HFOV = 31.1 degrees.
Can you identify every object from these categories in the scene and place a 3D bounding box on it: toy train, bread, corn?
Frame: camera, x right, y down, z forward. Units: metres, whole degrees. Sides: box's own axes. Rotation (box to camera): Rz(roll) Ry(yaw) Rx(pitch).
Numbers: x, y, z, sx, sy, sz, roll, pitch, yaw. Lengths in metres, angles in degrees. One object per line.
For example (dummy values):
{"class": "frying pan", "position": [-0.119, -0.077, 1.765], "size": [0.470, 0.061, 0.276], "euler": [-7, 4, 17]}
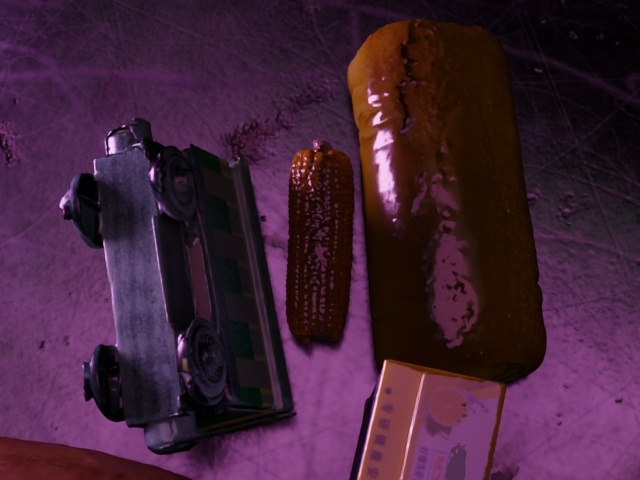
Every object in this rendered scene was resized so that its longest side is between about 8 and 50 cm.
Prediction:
{"class": "toy train", "position": [-0.130, 0.044, 1.055], "size": [0.120, 0.202, 0.301], "euler": [-17, 75, 21]}
{"class": "bread", "position": [0.121, -0.039, 1.115], "size": [0.166, 0.112, 0.384], "euler": [-5, 75, 0]}
{"class": "corn", "position": [0.000, 0.000, 1.130], "size": [0.068, 0.068, 0.207], "euler": [1, 75, 1]}

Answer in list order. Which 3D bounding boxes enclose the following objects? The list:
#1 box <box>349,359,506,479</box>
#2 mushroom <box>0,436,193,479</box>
{"class": "box", "position": [0.075, 0.204, 0.976], "size": [0.097, 0.265, 0.168], "euler": [14, 74, 2]}
{"class": "mushroom", "position": [-0.180, 0.288, 0.980], "size": [0.313, 0.224, 0.397], "euler": [-34, 77, -5]}
